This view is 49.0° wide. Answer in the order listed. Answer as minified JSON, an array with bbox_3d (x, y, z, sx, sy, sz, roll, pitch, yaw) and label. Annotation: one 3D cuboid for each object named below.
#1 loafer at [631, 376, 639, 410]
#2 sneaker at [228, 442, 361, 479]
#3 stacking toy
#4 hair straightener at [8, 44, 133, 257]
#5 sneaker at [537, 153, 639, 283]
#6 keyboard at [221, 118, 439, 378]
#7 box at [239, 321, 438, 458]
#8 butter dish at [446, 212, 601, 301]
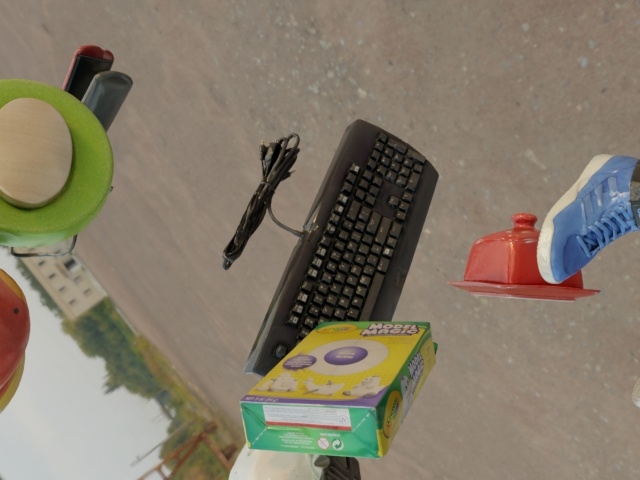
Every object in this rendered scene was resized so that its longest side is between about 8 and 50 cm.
[{"bbox_3d":[0.514,0.122,0.802,0.111,0.319,0.112,54,-166,4],"label":"loafer"},{"bbox_3d":[-0.031,0.294,0.754,0.122,0.146,0.330,53,-162,-30],"label":"sneaker"},{"bbox_3d":[-0.279,-0.049,0.443,0.309,0.279,0.130,37,152,-16],"label":"stacking toy"},{"bbox_3d":[-0.239,-0.064,0.664,0.089,0.230,0.047,47,-157,28],"label":"hair straightener"},{"bbox_3d":[0.262,-0.019,0.628,0.085,0.152,0.058,11,141,50],"label":"sneaker"},{"bbox_3d":[0.000,0.000,0.733,0.202,0.317,0.033,24,153,-4],"label":"keyboard"},{"bbox_3d":[0.025,0.105,0.551,0.105,0.179,0.043,-3,102,23],"label":"box"},{"bbox_3d":[0.276,0.021,0.960,0.160,0.160,0.118,177,98,-72],"label":"butter dish"}]
